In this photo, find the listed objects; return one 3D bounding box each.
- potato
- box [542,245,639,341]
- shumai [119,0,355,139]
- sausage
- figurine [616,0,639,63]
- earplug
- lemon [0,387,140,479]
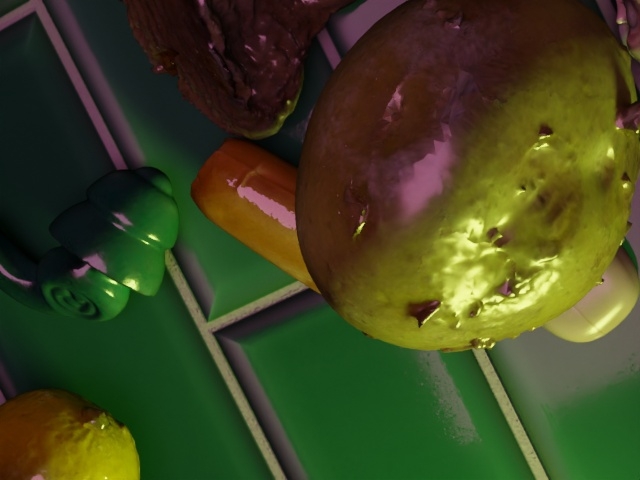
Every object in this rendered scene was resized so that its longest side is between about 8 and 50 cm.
[{"bbox_3d":[0.166,-0.090,1.416,0.385,0.319,0.442,24,84,11],"label":"potato"},{"bbox_3d":[0.302,0.032,1.593,0.200,0.088,0.146,46,106,2],"label":"box"},{"bbox_3d":[-0.086,-0.324,1.590,0.283,0.217,0.346,-43,120,-19],"label":"shumai"},{"bbox_3d":[0.002,-0.002,1.641,0.354,0.116,0.134,34,123,1],"label":"sausage"},{"bbox_3d":[0.448,-0.245,1.450,0.253,0.211,0.361,-4,110,52],"label":"figurine"},{"bbox_3d":[-0.313,0.000,1.716,0.280,0.164,0.257,-49,51,5],"label":"earplug"},{"bbox_3d":[-0.376,0.340,1.726,0.261,0.260,0.284,15,114,10],"label":"lemon"}]
